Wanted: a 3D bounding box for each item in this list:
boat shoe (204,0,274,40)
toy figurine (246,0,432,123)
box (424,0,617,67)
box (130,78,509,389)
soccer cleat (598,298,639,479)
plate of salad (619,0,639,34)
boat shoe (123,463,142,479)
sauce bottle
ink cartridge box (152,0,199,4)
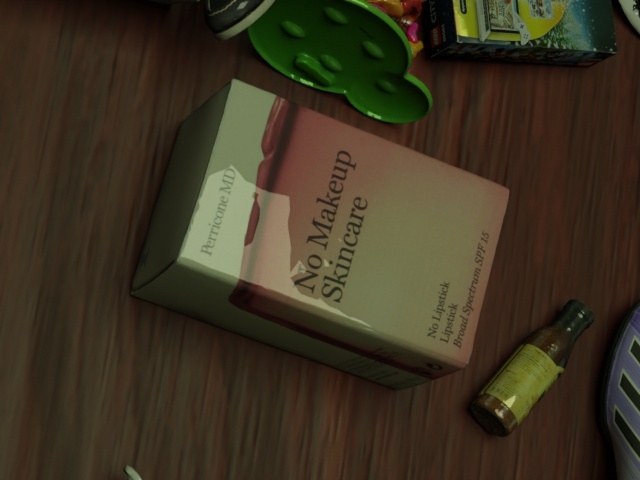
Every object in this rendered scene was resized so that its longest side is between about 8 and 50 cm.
[{"bbox_3d":[-0.063,-0.230,1.381,0.065,0.075,0.206,46,36,-30],"label":"boat shoe"},{"bbox_3d":[0.040,-0.203,1.440,0.173,0.130,0.159,38,56,-34],"label":"toy figurine"},{"bbox_3d":[0.156,-0.263,1.516,0.159,0.044,0.233,1,78,-29],"label":"box"},{"bbox_3d":[0.000,0.000,1.357,0.232,0.127,0.148,20,72,-17],"label":"box"},{"bbox_3d":[0.280,0.191,1.431,0.109,0.116,0.318,14,74,-18],"label":"soccer cleat"},{"bbox_3d":[0.343,-0.246,1.560,0.200,0.048,0.199,-4,106,-15],"label":"plate of salad"},{"bbox_3d":[-0.135,0.230,1.260,0.367,0.136,0.156,15,70,-8],"label":"boat shoe"},{"bbox_3d":[0.170,0.098,1.449,0.042,0.042,0.128,47,68,-6],"label":"sauce bottle"},{"bbox_3d":[-0.148,-0.293,1.357,0.153,0.087,0.208,12,91,-19],"label":"ink cartridge box"}]
